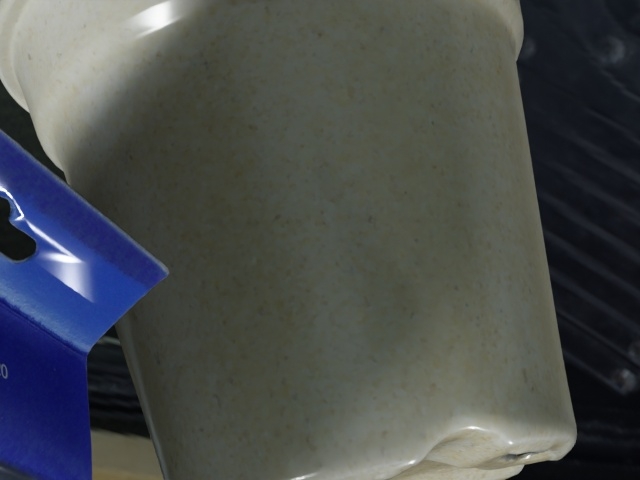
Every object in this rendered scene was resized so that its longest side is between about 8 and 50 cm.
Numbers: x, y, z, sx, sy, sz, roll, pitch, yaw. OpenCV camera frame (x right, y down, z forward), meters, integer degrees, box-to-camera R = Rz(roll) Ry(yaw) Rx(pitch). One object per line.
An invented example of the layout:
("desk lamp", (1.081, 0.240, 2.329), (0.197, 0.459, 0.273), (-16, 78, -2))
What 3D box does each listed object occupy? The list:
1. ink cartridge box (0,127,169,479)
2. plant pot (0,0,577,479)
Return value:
("ink cartridge box", (-0.203, 0.097, 0.363), (0.065, 0.332, 0.165), (50, -177, 41))
("plant pot", (0.000, 0.000, 0.662), (0.333, 0.334, 0.305), (-3, -112, -28))
